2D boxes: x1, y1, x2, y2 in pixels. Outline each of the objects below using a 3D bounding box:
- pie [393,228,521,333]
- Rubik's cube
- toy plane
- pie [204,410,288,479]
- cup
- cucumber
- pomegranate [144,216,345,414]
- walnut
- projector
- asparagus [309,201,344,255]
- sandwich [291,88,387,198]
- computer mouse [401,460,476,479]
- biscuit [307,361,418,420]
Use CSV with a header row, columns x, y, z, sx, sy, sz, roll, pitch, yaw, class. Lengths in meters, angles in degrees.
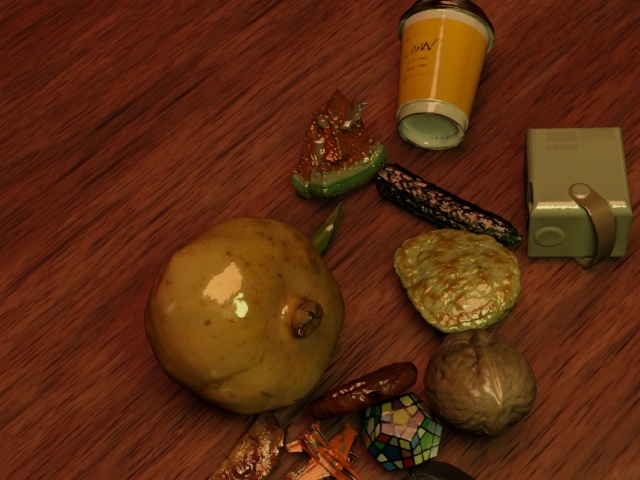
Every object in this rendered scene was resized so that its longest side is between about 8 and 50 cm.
x,y,z,sx,sy,sz,roll,pitch,yaw,class
0.243,0.069,1.903,0.201,0.090,0.248,-19,40,-5,pie
0.130,0.306,1.758,0.133,0.133,0.112,13,31,15,Rubik's cube
0.031,0.370,1.767,0.188,0.062,0.135,43,69,14,toy plane
-0.110,0.349,1.806,0.092,0.034,0.170,22,60,25,pie
0.234,-0.328,2.144,0.196,0.196,0.280,5,64,11,cup
0.236,-0.056,2.017,0.300,0.072,0.072,29,64,24,cucumber
-0.106,0.122,1.786,0.342,0.342,0.342,-3,55,5,pomegranate
0.254,0.229,1.742,0.178,0.230,0.178,-1,99,-6,walnut
0.452,-0.077,1.950,0.177,0.163,0.242,-2,53,8,projector
0.000,0.000,2.028,0.178,0.041,0.045,-51,19,-25,asparagus
0.028,-0.176,2.076,0.185,0.160,0.109,-37,40,-26,sandwich
0.210,0.412,1.706,0.192,0.062,0.106,34,65,24,computer mouse
0.069,0.242,1.775,0.192,0.192,0.049,-18,89,-6,biscuit
